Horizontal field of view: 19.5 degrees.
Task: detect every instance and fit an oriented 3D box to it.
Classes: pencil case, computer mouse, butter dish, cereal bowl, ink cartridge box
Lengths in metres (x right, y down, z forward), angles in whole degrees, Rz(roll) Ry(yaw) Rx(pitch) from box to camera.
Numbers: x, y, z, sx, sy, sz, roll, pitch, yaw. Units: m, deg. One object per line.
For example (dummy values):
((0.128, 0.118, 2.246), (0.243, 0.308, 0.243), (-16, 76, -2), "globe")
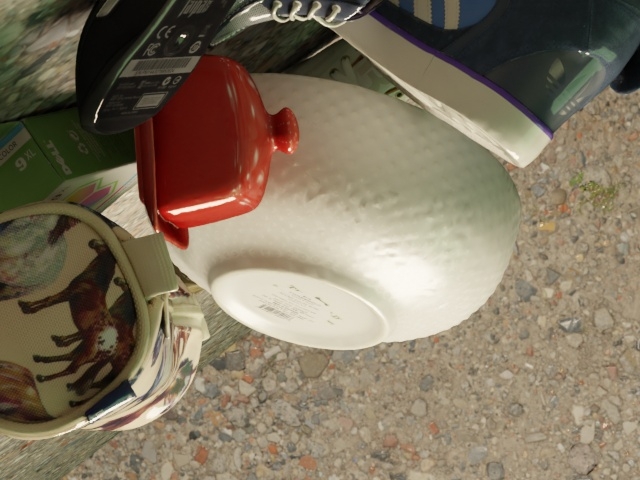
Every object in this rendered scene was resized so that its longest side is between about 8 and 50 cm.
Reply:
((-0.180, 0.068, 1.425), (0.183, 0.160, 0.410), (-8, 175, 1), "pencil case")
((-0.069, -0.187, 1.241), (0.184, 0.060, 0.262), (-20, 151, -55), "computer mouse")
((-0.075, -0.078, 1.406), (0.118, 0.160, 0.160), (-4, 174, 4), "butter dish")
((0.000, 0.000, 1.621), (0.339, 0.339, 0.141), (131, -24, -63), "cereal bowl")
((-0.217, -0.045, 1.421), (0.109, 0.062, 0.209), (-38, 173, 27), "ink cartridge box")

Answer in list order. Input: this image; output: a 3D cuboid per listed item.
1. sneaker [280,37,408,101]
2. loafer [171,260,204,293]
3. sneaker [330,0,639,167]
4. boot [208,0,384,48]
((0.023, -0.146, 1.770), (0.290, 0.106, 0.123), (-45, -175, -14), "sneaker")
((-0.182, 0.049, 2.336), (0.148, 0.056, 0.050), (-20, 166, -35), "loafer")
((0.137, -0.211, 1.425), (0.130, 0.323, 0.236), (36, 93, -39), "sneaker")
((-0.015, -0.185, 1.386), (0.190, 0.086, 0.069), (-39, 173, 20), "boot")
